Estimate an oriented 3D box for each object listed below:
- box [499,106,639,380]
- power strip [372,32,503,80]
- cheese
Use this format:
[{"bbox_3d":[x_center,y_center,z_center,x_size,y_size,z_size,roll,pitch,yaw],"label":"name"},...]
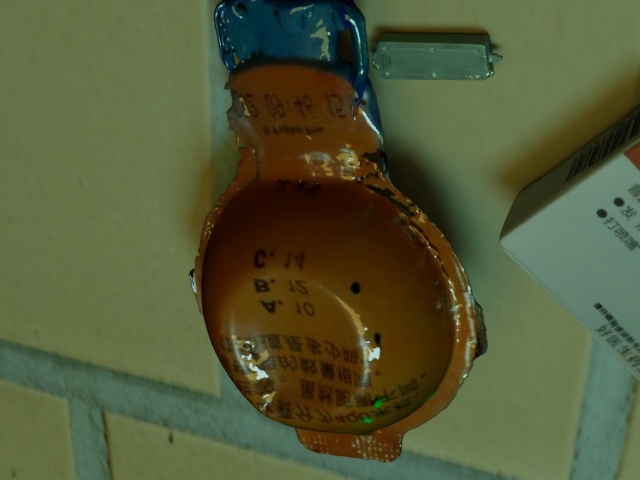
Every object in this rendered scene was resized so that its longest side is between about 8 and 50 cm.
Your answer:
[{"bbox_3d":[0.308,0.052,0.855,0.353,0.069,0.214,42,130,-12],"label":"box"},{"bbox_3d":[0.073,-0.113,0.867,0.083,0.017,0.027,4,127,22],"label":"power strip"},{"bbox_3d":[0.000,0.000,0.916,0.217,0.129,0.329,2,113,27],"label":"cheese"}]
